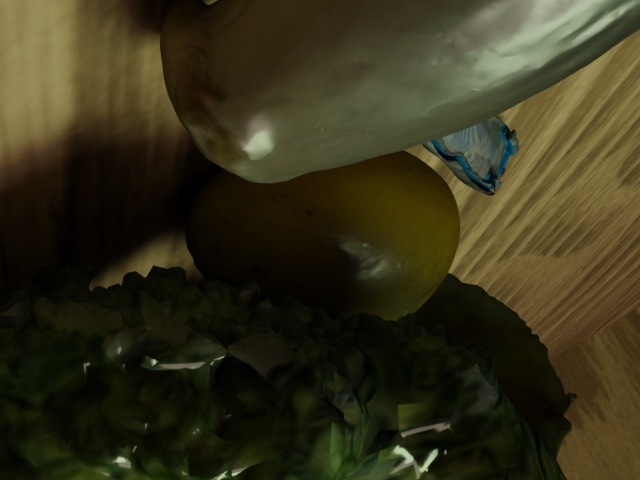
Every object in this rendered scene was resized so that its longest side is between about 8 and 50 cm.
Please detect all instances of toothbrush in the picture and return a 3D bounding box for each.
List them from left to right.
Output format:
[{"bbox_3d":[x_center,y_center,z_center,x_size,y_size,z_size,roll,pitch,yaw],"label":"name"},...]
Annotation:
[{"bbox_3d":[0.057,-0.049,0.719,0.413,0.042,0.035,20,91,-77],"label":"toothbrush"}]

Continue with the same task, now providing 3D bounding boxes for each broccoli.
[{"bbox_3d":[-0.080,0.159,0.604,0.375,0.302,0.249,-15,-178,-24],"label":"broccoli"}]

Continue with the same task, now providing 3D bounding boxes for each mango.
[{"bbox_3d":[0.000,0.000,0.687,0.103,0.076,0.161,-28,162,17],"label":"mango"}]

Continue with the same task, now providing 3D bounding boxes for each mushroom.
[{"bbox_3d":[0.100,-0.113,0.405,0.351,0.097,0.109,-35,169,27],"label":"mushroom"}]

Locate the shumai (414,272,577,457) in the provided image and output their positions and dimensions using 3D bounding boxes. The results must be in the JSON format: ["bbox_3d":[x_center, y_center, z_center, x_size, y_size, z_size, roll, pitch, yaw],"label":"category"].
[{"bbox_3d":[-0.034,0.197,0.871,0.395,0.395,0.348,-26,146,-28],"label":"shumai"}]
